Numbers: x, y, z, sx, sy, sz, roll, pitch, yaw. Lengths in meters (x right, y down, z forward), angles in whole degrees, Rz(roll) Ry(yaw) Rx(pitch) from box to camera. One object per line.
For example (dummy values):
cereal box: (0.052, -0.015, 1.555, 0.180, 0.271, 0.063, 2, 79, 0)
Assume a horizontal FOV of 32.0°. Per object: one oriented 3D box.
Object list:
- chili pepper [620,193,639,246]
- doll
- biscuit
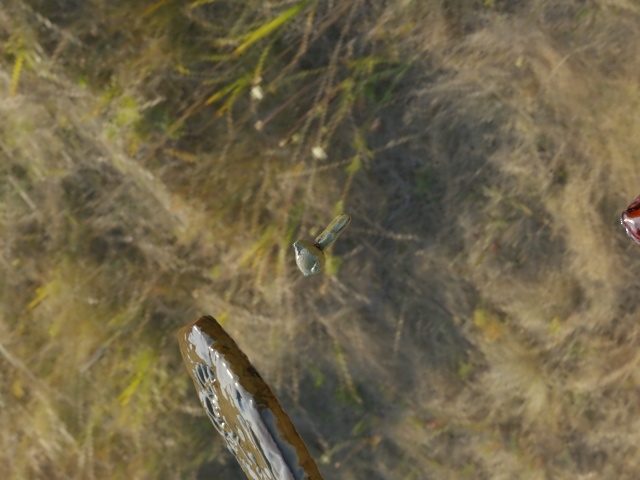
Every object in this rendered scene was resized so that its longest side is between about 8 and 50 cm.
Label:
chili pepper: (0.408, -0.045, 1.248, 0.086, 0.192, 0.084, 35, 124, 25)
doll: (0.007, 0.007, 1.478, 0.051, 0.093, 0.061, 59, 168, -3)
biscuit: (-0.062, 0.235, 1.244, 0.359, 0.046, 0.359, 53, 163, 25)
